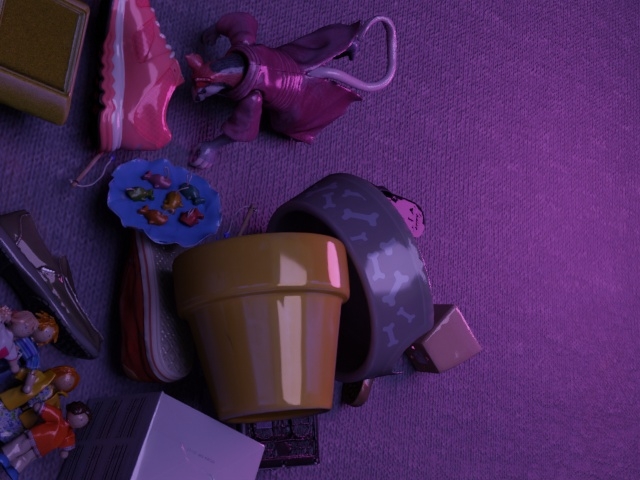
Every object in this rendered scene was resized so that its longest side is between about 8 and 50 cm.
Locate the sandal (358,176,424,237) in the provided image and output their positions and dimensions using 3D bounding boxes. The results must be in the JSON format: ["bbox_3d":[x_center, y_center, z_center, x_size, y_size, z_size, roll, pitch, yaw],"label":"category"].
[{"bbox_3d":[0.108,-0.066,2.064,0.254,0.054,0.097,11,74,-40],"label":"sandal"}]

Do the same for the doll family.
[{"bbox_3d":[-0.409,0.181,1.489,0.163,0.118,0.263,-36,126,-22],"label":"doll family"}]

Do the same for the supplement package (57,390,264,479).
[{"bbox_3d":[-0.230,0.324,1.576,0.194,0.203,0.149,35,60,-31],"label":"supplement package"}]

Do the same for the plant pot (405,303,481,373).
[{"bbox_3d":[0.215,0.190,2.079,0.096,0.109,0.109,-40,108,-26],"label":"plant pot"}]

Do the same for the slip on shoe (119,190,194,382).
[{"bbox_3d":[-0.258,0.061,1.678,0.123,0.101,0.331,30,48,-51],"label":"slip on shoe"}]

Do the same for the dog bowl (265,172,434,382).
[{"bbox_3d":[0.032,0.070,1.786,0.102,0.349,0.349,-21,95,-31],"label":"dog bowl"}]

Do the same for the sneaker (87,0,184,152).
[{"bbox_3d":[-0.276,-0.282,1.710,0.136,0.116,0.314,7,84,-22],"label":"sneaker"}]

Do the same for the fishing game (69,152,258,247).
[{"bbox_3d":[-0.232,-0.066,1.663,0.264,0.041,0.189,27,39,0],"label":"fishing game"}]

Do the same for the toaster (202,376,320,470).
[{"bbox_3d":[-0.094,0.277,1.771,0.168,0.110,0.185,5,78,-42],"label":"toaster"}]

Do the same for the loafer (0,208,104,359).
[{"bbox_3d":[-0.379,0.059,1.572,0.087,0.094,0.251,-44,110,-34],"label":"loafer"}]

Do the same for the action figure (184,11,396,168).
[{"bbox_3d":[-0.072,-0.252,1.815,0.370,0.276,0.248,-6,91,-56],"label":"action figure"}]

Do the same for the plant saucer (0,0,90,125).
[{"bbox_3d":[-0.395,-0.274,1.511,0.188,0.045,0.188,20,75,-46],"label":"plant saucer"}]

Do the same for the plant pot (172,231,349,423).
[{"bbox_3d":[-0.076,0.134,1.591,0.254,0.254,0.239,5,73,-41],"label":"plant pot"}]

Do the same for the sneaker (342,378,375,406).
[{"bbox_3d":[0.100,0.214,1.989,0.086,0.064,0.192,26,61,-30],"label":"sneaker"}]
